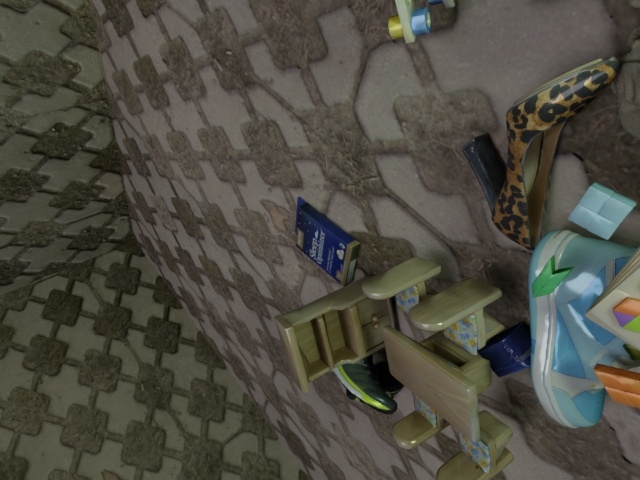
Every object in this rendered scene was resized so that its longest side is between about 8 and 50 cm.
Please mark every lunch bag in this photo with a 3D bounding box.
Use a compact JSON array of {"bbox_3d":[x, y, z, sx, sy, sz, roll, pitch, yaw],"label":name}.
[{"bbox_3d":[0.329,0.196,0.747,0.065,0.067,0.098,53,149,15],"label":"lunch bag"}]

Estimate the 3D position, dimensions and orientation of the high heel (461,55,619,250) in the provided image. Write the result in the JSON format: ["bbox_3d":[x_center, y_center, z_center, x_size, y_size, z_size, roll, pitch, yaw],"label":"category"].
[{"bbox_3d":[0.297,-0.092,0.545,0.186,0.093,0.261,65,164,6],"label":"high heel"}]

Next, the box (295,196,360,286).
[{"bbox_3d":[0.000,0.000,1.081,0.225,0.037,0.136,40,141,32],"label":"box"}]

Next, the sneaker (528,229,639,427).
[{"bbox_3d":[0.400,0.147,0.566,0.208,0.127,0.318,10,122,52],"label":"sneaker"}]

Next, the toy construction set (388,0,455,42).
[{"bbox_3d":[0.091,-0.399,0.455,0.151,0.328,0.214,5,80,16],"label":"toy construction set"}]

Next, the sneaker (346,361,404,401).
[{"bbox_3d":[0.162,0.381,1.127,0.097,0.084,0.235,31,146,-15],"label":"sneaker"}]

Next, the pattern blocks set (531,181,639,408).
[{"bbox_3d":[0.385,0.088,0.429,0.325,0.026,0.285,29,132,33],"label":"pattern blocks set"}]

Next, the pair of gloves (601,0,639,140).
[{"bbox_3d":[0.305,-0.211,0.399,0.042,0.204,0.239,-15,100,17],"label":"pair of gloves"}]

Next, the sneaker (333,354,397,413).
[{"bbox_3d":[0.090,0.292,1.056,0.300,0.121,0.111,44,176,40],"label":"sneaker"}]

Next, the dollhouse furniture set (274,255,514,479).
[{"bbox_3d":[0.118,0.237,0.823,0.394,0.257,0.361,28,136,58],"label":"dollhouse furniture set"}]
